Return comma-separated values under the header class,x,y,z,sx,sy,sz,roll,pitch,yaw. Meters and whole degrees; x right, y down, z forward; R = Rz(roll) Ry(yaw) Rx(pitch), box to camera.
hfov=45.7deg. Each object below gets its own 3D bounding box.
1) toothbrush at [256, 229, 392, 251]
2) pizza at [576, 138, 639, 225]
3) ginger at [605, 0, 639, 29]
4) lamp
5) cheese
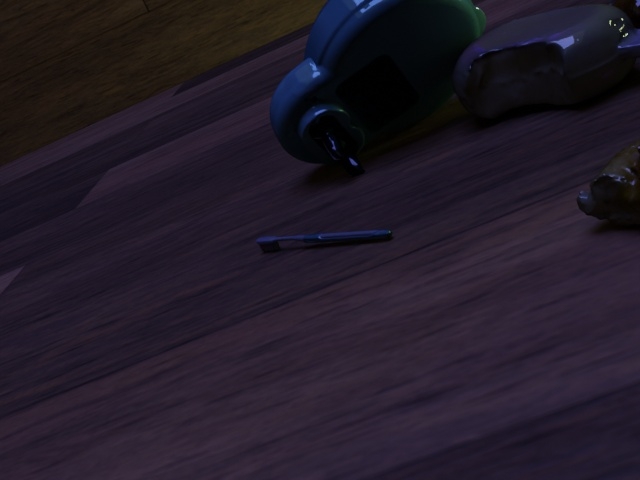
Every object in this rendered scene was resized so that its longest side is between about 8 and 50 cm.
class,x,y,z,sx,sy,sz,roll,pitch,yaw
toothbrush,0.000,0.000,0.721,0.167,0.014,0.011,-4,28,41
pizza,0.304,-0.066,0.459,0.292,0.058,0.197,-19,21,16
ginger,0.379,-0.253,0.814,0.162,0.073,0.103,-21,6,29
lamp,0.063,-0.204,0.894,0.284,0.209,0.147,-51,50,0
cheese,0.273,-0.192,0.771,0.286,0.082,0.163,1,34,49
